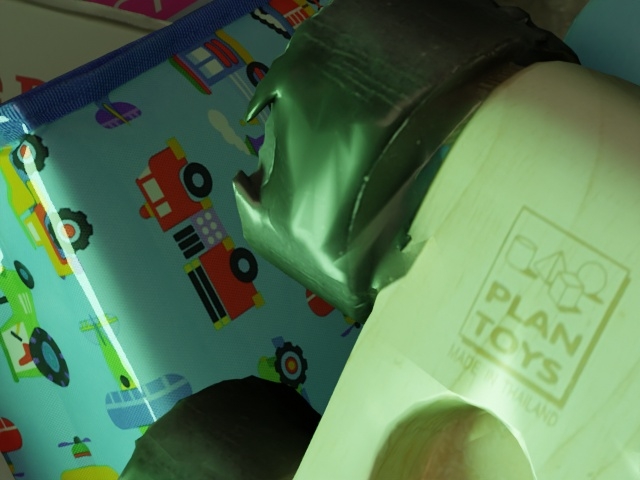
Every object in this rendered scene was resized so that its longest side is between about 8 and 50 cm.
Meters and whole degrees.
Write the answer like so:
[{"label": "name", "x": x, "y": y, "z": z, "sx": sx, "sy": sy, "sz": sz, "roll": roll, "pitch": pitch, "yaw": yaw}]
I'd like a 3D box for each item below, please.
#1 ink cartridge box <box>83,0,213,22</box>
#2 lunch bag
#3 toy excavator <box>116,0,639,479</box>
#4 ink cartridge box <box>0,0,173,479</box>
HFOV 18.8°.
[{"label": "ink cartridge box", "x": -0.118, "y": -0.239, "z": 0.901, "sx": 0.186, "sy": 0.311, "sz": 0.065, "roll": -30, "pitch": 32, "yaw": 12}, {"label": "lunch bag", "x": 0.000, "y": 0.000, "z": 0.806, "sx": 0.138, "sy": 0.293, "sz": 0.221, "roll": -15, "pitch": 104, "yaw": 51}, {"label": "toy excavator", "x": 0.187, "y": 0.021, "z": 0.676, "sx": 0.222, "sy": 0.445, "sz": 0.432, "roll": 33, "pitch": 105, "yaw": 33}, {"label": "ink cartridge box", "x": -0.186, "y": 0.092, "z": 0.844, "sx": 0.166, "sy": 0.285, "sz": 0.394, "roll": -12, "pitch": 75, "yaw": 42}]
